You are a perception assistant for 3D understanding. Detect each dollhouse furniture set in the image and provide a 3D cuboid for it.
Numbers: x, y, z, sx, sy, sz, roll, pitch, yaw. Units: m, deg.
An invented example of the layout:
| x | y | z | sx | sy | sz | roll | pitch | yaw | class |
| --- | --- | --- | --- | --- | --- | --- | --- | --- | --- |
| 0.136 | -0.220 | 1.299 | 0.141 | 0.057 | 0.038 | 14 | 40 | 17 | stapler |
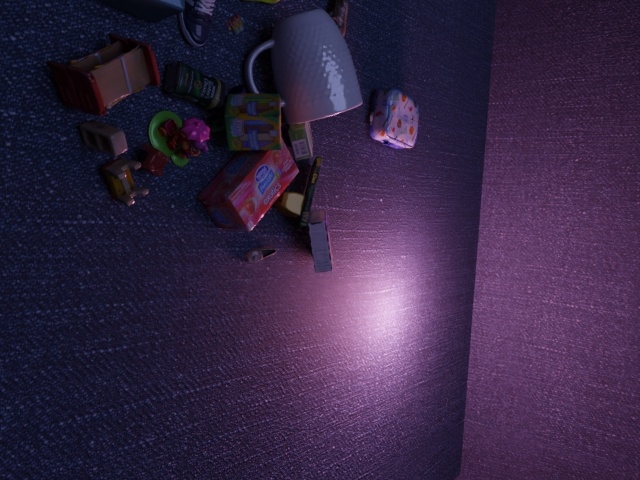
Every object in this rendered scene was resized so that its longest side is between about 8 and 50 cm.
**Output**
| x | y | z | sx | sy | sz | roll | pitch | yaw | class |
| --- | --- | --- | --- | --- | --- | --- | --- | --- | --- |
| -0.517 | -0.307 | 1.462 | 0.201 | 0.152 | 0.374 | -45 | 145 | -40 | dollhouse furniture set |

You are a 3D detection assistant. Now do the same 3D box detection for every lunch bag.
| x | y | z | sx | sy | sz | roll | pitch | yaw | class |
| --- | --- | --- | --- | --- | --- | --- | --- | --- | --- |
| 0.324 | -0.528 | 2.500 | 0.303 | 0.115 | 0.243 | 6 | 92 | -53 | lunch bag |

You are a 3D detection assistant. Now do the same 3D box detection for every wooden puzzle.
| x | y | z | sx | sy | sz | roll | pitch | yaw | class |
| --- | --- | --- | --- | --- | --- | --- | --- | --- | --- |
| -0.267 | -0.688 | 1.809 | 0.083 | 0.006 | 0.049 | -52 | 132 | -34 | wooden puzzle |

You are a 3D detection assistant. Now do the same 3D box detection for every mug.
| x | y | z | sx | sy | sz | roll | pitch | yaw | class |
| --- | --- | --- | --- | --- | --- | --- | --- | --- | --- |
| -0.072 | -0.572 | 1.898 | 0.374 | 0.276 | 0.328 | -21 | 108 | -16 | mug |

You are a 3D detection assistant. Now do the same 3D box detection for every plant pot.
| x | y | z | sx | sy | sz | roll | pitch | yaw | class |
| --- | --- | --- | --- | --- | --- | --- | --- | --- | --- |
| -0.482 | -0.674 | 1.420 | 0.234 | 0.165 | 0.166 | 1 | 94 | -44 | plant pot |
| -0.116 | -0.136 | 2.018 | 0.083 | 0.081 | 0.081 | 21 | 78 | -37 | plant pot |

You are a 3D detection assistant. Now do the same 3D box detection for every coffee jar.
| x | y | z | sx | sy | sz | roll | pitch | yaw | class |
| --- | --- | --- | --- | --- | --- | --- | --- | --- | --- |
| -0.362 | -0.448 | 1.661 | 0.184 | 0.079 | 0.096 | 10 | 86 | -52 | coffee jar |

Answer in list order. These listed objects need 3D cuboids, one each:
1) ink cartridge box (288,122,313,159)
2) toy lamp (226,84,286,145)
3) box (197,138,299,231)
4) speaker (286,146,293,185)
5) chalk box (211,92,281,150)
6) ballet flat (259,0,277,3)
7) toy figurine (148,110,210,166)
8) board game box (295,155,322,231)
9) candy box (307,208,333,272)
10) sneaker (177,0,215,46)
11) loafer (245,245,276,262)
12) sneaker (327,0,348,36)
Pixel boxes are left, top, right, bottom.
| x | y | z | sx | sy | sz | roll | pitch | yaw | class |
| --- | --- | --- | --- | --- | --- | --- | --- | --- | --- |
| -0.067 | -0.370 | 2.027 | 0.209 | 0.062 | 0.109 | -88 | 165 | -66 | ink cartridge box |
| -0.204 | -0.387 | 1.874 | 0.275 | 0.080 | 0.080 | 47 | 59 | -41 | toy lamp |
| -0.226 | -0.184 | 1.811 | 0.300 | 0.154 | 0.142 | -54 | 133 | -31 | box |
| -0.129 | -0.263 | 2.002 | 0.055 | 0.055 | 0.136 | 11 | 86 | -52 | speaker |
| -0.227 | -0.364 | 1.743 | 0.132 | 0.213 | 0.132 | 93 | -6 | -46 | chalk box |
| -0.173 | -0.819 | 1.855 | 0.231 | 0.077 | 0.077 | -30 | 117 | -46 | ballet flat |
| -0.374 | -0.285 | 1.602 | 0.130 | 0.159 | 0.173 | -52 | 132 | -34 | toy figurine |
| -0.042 | -0.169 | 2.078 | 0.030 | 0.136 | 0.260 | 15 | 81 | -9 | board game box |
| 0.000 | 0.000 | 2.121 | 0.165 | 0.070 | 0.196 | -90 | 171 | -71 | candy box |
| -0.321 | -0.706 | 1.619 | 0.099 | 0.153 | 0.282 | -2 | 96 | -51 | sneaker |
| -0.205 | 0.045 | 1.955 | 0.125 | 0.039 | 0.045 | -23 | 113 | -48 | loafer |
| 0.061 | -0.866 | 2.155 | 0.071 | 0.066 | 0.188 | -14 | 105 | -49 | sneaker |
